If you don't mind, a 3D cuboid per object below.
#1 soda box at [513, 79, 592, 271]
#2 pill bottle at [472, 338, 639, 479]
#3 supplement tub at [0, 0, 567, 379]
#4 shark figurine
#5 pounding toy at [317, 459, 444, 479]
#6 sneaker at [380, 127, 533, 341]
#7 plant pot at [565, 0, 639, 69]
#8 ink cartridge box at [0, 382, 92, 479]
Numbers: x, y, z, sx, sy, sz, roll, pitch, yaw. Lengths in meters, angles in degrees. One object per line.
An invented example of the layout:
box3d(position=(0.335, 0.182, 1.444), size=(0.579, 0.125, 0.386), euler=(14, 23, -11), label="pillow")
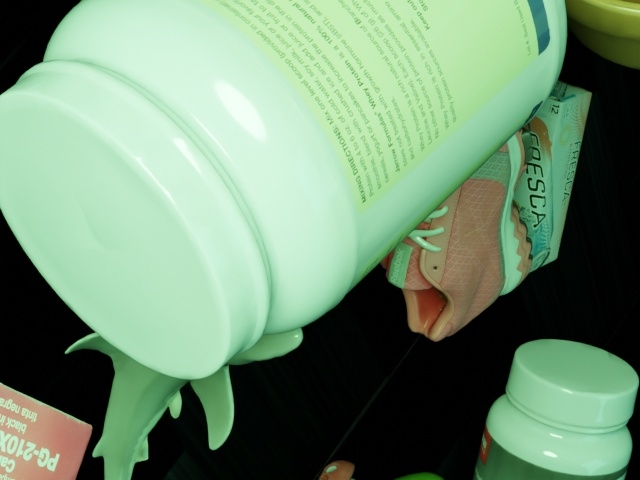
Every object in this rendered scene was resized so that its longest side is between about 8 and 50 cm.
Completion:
box3d(position=(0.213, -0.065, 1.375), size=(0.063, 0.058, 0.183), euler=(-20, 125, -47), label="soda box")
box3d(position=(0.251, 0.263, 1.540), size=(0.161, 0.161, 0.283), euler=(-16, 122, -49), label="pill bottle")
box3d(position=(-0.023, -0.090, 0.871), size=(0.325, 0.235, 0.235), euler=(-42, 140, -32), label="supplement tub")
box3d(position=(-0.135, 0.109, 0.984), size=(0.116, 0.166, 0.278), euler=(9, 124, -40), label="shark figurine")
box3d(position=(0.024, 0.291, 1.321), size=(0.183, 0.110, 0.237), euler=(-60, 177, -29), label="pounding toy")
box3d(position=(0.106, -0.024, 1.203), size=(0.136, 0.116, 0.314), euler=(-47, 143, -24), label="sneaker")
box3d(position=(0.293, -0.275, 1.186), size=(0.291, 0.290, 0.203), euler=(-58, 162, -11), label="plant pot")
box3d(position=(-0.249, 0.182, 0.738), size=(0.100, 0.172, 0.237), euler=(43, 61, -57), label="ink cartridge box")
